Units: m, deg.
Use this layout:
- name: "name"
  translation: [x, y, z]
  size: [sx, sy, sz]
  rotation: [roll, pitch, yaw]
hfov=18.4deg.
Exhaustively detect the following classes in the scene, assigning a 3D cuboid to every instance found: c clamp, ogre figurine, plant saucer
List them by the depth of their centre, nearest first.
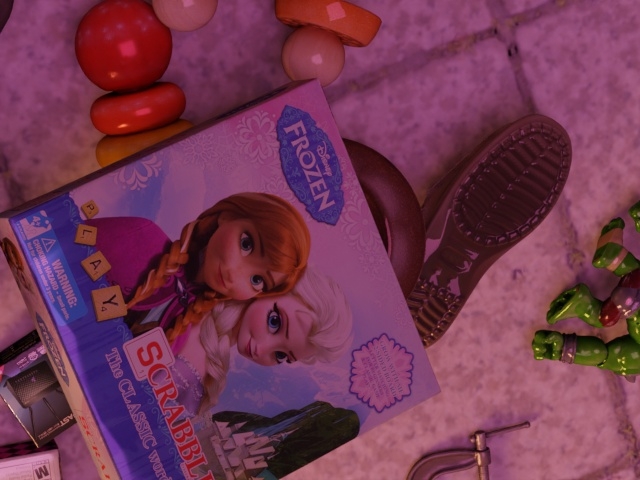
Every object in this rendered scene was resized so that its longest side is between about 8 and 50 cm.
- name: "plant saucer"
  translation: [0.000, 0.000, 1.878]
  size: [0.198, 0.036, 0.199]
  rotation: [1, 95, 12]
- name: "ogre figurine"
  translation: [0.312, 0.063, 2.000]
  size: [0.118, 0.097, 0.197]
  rotation: [35, 82, -10]
- name: "c clamp"
  translation: [0.155, 0.273, 2.052]
  size: [0.137, 0.022, 0.161]
  rotation: [-5, 106, -15]

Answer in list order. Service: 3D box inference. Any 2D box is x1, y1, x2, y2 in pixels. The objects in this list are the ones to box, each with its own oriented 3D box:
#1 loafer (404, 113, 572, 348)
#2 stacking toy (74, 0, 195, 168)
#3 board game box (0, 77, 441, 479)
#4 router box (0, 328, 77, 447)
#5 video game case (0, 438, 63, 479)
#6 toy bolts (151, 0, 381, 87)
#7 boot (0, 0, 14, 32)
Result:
- name: "loafer"
  translation: [0.137, -0.018, 1.928]
  size: [0.102, 0.092, 0.268]
  rotation: [38, 95, -23]
- name: "stacking toy"
  translation: [-0.158, -0.061, 1.825]
  size: [0.141, 0.141, 0.330]
  rotation: [-16, 102, -11]
- name: "board game box"
  translation: [-0.086, 0.060, 1.756]
  size: [0.318, 0.066, 0.319]
  rotation: [-27, 102, -22]
- name: "router box"
  translation: [-0.248, 0.126, 1.889]
  size: [0.122, 0.038, 0.092]
  rotation: [-34, 112, -4]
- name: "video game case"
  translation: [-0.356, 0.311, 1.908]
  size: [0.232, 0.042, 0.210]
  rotation: [-10, 107, -13]
- name: "toy bolts"
  translation: [-0.037, -0.238, 1.762]
  size: [0.228, 0.218, 0.159]
  rotation: [20, 86, -12]
- name: "boot"
  translation: [-0.357, -0.155, 1.644]
  size: [0.118, 0.338, 0.223]
  rotation: [17, 100, 24]
